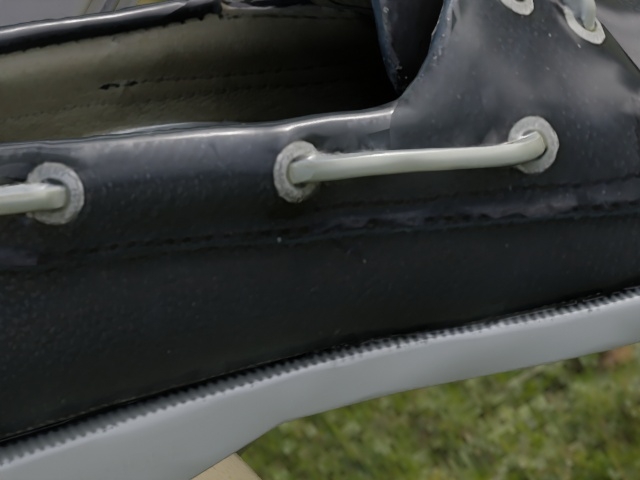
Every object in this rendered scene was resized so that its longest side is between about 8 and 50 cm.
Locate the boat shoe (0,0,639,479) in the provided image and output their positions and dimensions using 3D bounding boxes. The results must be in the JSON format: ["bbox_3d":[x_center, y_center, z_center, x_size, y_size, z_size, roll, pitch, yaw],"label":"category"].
[{"bbox_3d":[0.010,-0.024,0.385,0.302,0.091,0.114,-22,28,-25],"label":"boat shoe"}]

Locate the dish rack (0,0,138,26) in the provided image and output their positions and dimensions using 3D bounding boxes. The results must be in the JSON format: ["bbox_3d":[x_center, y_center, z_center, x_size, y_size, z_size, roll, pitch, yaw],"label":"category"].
[{"bbox_3d":[-0.236,-0.169,0.999,0.333,0.285,0.072,-60,15,10],"label":"dish rack"}]

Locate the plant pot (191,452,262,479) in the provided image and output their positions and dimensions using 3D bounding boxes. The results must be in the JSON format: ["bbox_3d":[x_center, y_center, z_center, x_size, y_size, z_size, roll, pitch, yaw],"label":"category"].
[{"bbox_3d":[-0.087,0.147,0.484,0.284,0.284,0.191,-19,52,24],"label":"plant pot"}]

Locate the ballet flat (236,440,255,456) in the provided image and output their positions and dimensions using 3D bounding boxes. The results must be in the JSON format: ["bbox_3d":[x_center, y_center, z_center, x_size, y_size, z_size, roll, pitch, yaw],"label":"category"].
[{"bbox_3d":[0.000,0.000,0.794,0.072,0.068,0.213,161,122,-74],"label":"ballet flat"}]
